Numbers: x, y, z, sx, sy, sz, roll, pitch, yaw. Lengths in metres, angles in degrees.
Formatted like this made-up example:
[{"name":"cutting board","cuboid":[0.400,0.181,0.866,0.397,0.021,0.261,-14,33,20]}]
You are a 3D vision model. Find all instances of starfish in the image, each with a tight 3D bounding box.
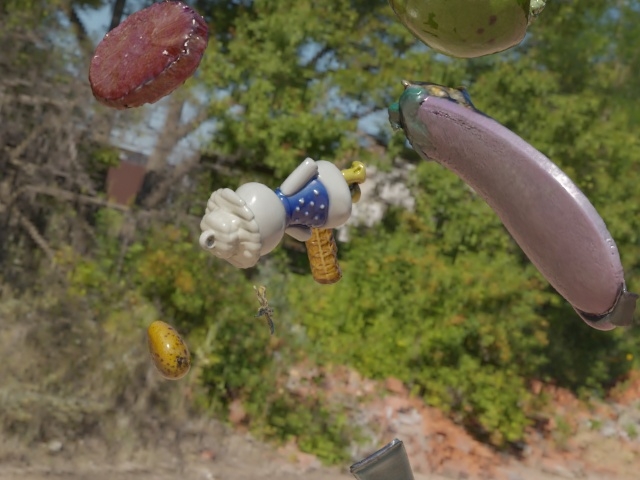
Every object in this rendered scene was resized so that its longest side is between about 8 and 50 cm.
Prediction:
[{"name":"starfish","cuboid":[-0.085,0.111,1.776,0.016,0.092,0.086,-24,-28,14]}]

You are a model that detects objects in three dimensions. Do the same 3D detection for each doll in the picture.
[{"name":"doll","cuboid":[-0.054,-0.044,1.612,0.293,0.138,0.119,-24,48,-35]}]

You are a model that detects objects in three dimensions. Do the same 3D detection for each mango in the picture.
[{"name":"mango","cuboid":[-0.240,0.170,1.758,0.057,0.079,0.114,-19,40,-16]}]

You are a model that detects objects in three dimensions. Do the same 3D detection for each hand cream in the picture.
[{"name":"hand cream","cuboid":[0.100,0.349,1.610,0.048,0.083,0.224,57,-5,36]}]

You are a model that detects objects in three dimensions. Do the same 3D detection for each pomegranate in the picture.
[{"name":"pomegranate","cuboid":[0.214,-0.429,1.705,0.260,0.260,0.340,15,-43,38]}]

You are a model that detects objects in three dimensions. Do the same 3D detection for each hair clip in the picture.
[{"name":"hair clip","cuboid":[0.190,-0.055,1.110,0.095,0.110,0.358,11,33,-43]}]

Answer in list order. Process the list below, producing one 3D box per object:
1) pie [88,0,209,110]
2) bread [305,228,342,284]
[{"name":"pie","cuboid":[-0.190,-0.202,1.231,0.154,0.154,0.036,15,-24,41]},{"name":"bread","cuboid":[0.000,0.000,1.918,0.052,0.157,0.044,-12,3,-12]}]
